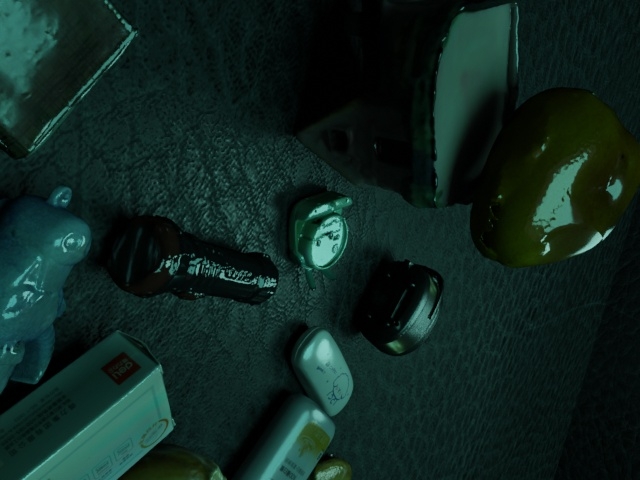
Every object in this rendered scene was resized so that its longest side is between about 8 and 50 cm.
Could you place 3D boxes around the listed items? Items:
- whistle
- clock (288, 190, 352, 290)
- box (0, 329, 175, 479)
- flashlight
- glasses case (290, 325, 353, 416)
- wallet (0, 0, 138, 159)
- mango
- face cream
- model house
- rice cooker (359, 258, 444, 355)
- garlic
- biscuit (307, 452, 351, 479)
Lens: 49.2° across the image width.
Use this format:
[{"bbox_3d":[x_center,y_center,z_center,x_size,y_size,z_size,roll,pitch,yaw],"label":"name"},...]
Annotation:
[{"bbox_3d":[-0.289,0.071,0.623,0.180,0.093,0.269,30,84,-79],"label":"whistle"},{"bbox_3d":[0.000,0.000,1.004,0.101,0.041,0.135,-24,125,-44],"label":"clock"},{"bbox_3d":[-0.274,0.223,0.710,0.269,0.079,0.135,-39,149,-33],"label":"box"},{"bbox_3d":[-0.136,0.035,0.812,0.232,0.093,0.093,23,89,-57],"label":"flashlight"},{"bbox_3d":[0.005,0.210,1.112,0.076,0.049,0.197,-49,140,-25],"label":"glasses case"},{"bbox_3d":[-0.287,-0.211,0.522,0.169,0.044,0.317,-55,141,-12],"label":"wallet"},{"bbox_3d":[0.263,-0.076,0.826,0.166,0.136,0.236,39,77,-35],"label":"mango"},{"bbox_3d":[-0.086,0.376,1.061,0.291,0.071,0.144,-53,141,-20],"label":"face cream"},{"bbox_3d":[0.100,-0.185,0.880,0.202,0.237,0.237,-31,126,-39],"label":"model house"},{"bbox_3d":[0.137,0.112,1.181,0.106,0.112,0.165,34,80,-48],"label":"rice cooker"},{"bbox_3d":[-0.219,0.328,0.836,0.207,0.128,0.115,-47,-179,-17],"label":"garlic"},{"bbox_3d":[-0.030,0.522,1.234,0.154,0.045,0.299,36,78,-55],"label":"biscuit"}]
